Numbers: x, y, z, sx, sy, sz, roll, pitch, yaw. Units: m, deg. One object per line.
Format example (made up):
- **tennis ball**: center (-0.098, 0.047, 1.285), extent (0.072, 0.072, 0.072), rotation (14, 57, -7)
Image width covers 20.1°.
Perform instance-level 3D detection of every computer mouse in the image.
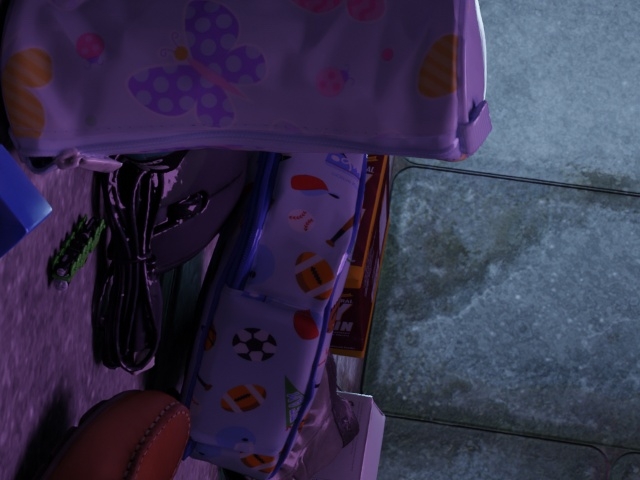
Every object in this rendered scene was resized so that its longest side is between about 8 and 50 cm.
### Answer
- **computer mouse**: center (-0.103, -0.034, 1.385), extent (0.272, 0.072, 0.188), rotation (-70, 165, -61)

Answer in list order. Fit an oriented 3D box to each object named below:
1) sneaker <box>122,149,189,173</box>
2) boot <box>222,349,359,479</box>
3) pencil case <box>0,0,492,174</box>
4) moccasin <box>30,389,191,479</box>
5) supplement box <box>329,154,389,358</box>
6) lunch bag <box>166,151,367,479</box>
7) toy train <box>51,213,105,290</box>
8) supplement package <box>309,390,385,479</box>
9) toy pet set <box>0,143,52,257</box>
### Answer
- **sneaker**: center (-0.087, -0.184, 1.245), extent (0.121, 0.108, 0.302), rotation (87, 21, -60)
- **boot**: center (-0.051, 0.191, 1.975), extent (0.161, 0.083, 0.246), rotation (-48, 131, -29)
- **pencil case**: center (-0.042, -0.099, 1.013), extent (0.113, 0.273, 0.124), rotation (81, 10, -46)
- **moccasin**: center (-0.135, 0.244, 1.121), extent (0.380, 0.147, 0.139), rotation (-73, 169, -53)
- **supplement box**: center (0.000, 0.000, 2.031), extent (0.194, 0.129, 0.191), rotation (86, 14, -60)
- **lunch bag**: center (-0.049, 0.045, 1.566), extent (0.243, 0.115, 0.303), rotation (-84, -168, -51)
- **toy train**: center (-0.160, 0.008, 1.191), extent (0.083, 0.017, 0.023), rotation (-69, 176, -63)
- **supplement package**: center (-0.011, 0.292, 2.215), extent (0.262, 0.145, 0.204), rotation (61, 37, -78)
- **toy pet set**: center (-0.175, 0.004, 0.858), extent (0.114, 0.065, 0.122), rotation (-60, 157, -72)
